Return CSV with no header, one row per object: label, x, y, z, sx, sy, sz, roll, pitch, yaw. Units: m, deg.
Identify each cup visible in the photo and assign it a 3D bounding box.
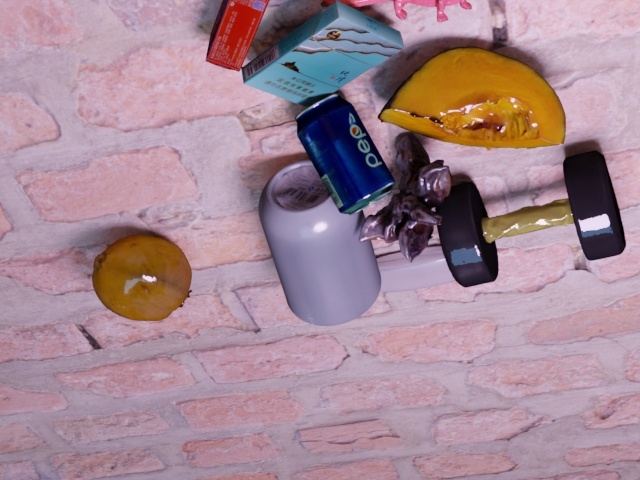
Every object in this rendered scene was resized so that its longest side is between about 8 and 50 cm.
cup,0.000,0.000,1.858,0.205,0.205,0.312,-5,138,10

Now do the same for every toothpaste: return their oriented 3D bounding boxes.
toothpaste,-0.106,-0.411,1.481,0.066,0.076,0.320,17,137,-15

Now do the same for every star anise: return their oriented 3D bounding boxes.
star anise,0.169,-0.069,1.730,0.129,0.283,0.212,23,107,-15

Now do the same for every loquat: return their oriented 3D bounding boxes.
loquat,-0.376,0.081,1.999,0.234,0.176,0.187,20,138,-34

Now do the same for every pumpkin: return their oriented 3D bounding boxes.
pumpkin,0.266,-0.245,1.641,0.312,0.148,0.169,14,177,0

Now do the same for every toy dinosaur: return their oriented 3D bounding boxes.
toy dinosaur,0.139,-0.424,1.472,0.286,0.070,0.139,5,129,8

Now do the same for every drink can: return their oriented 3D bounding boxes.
drink can,0.042,-0.154,1.676,0.118,0.118,0.205,-29,90,32

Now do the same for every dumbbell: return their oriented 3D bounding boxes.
dumbbell,0.399,-0.038,1.786,0.322,0.204,0.204,-14,137,19

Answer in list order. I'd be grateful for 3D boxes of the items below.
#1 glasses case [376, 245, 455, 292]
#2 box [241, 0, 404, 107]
glasses case,0.205,0.063,2.026,0.233,0.059,0.092,-11,136,17
box,0.002,-0.305,1.567,0.229,0.041,0.162,-26,154,38
